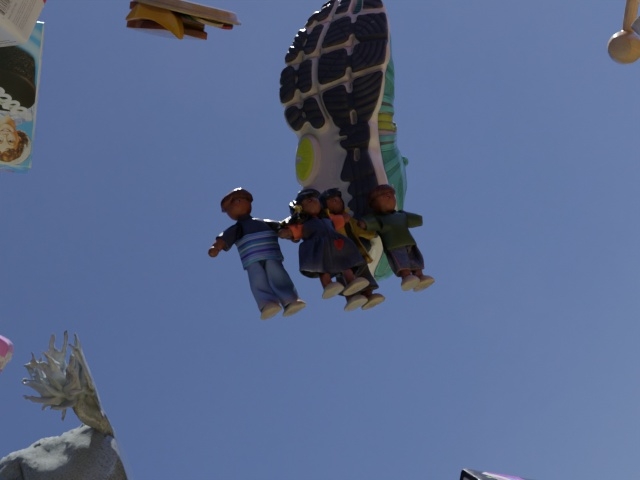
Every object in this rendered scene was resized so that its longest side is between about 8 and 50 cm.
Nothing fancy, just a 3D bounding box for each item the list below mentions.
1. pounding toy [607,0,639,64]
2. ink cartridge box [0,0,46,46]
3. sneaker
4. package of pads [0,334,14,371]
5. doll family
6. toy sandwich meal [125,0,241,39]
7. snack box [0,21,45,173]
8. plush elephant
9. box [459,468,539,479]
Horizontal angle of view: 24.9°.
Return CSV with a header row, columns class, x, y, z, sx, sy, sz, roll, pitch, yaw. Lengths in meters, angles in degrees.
class,x,y,z,sx,sy,sz,roll,pitch,yaw
pounding toy,0.377,-0.274,1.475,0.269,0.155,0.154,-47,-6,29
ink cartridge box,-0.367,-0.296,1.558,0.150,0.063,0.109,39,-117,-41
sneaker,0.029,-0.092,1.315,0.110,0.107,0.275,29,-122,-61
package of pads,-0.268,0.070,1.069,0.032,0.083,0.050,-62,4,-12
doll family,0.000,0.000,1.162,0.193,0.111,0.076,-1,-27,-45
toy sandwich meal,-0.096,-0.150,0.993,0.086,0.086,0.029,1,-75,-54
snack box,-0.506,-0.192,1.756,0.322,0.187,0.060,6,-7,-16
plush elephant,-0.280,0.275,1.272,0.255,0.330,0.272,-20,8,-7
box,0.116,0.159,0.583,0.162,0.029,0.116,12,-86,-27
